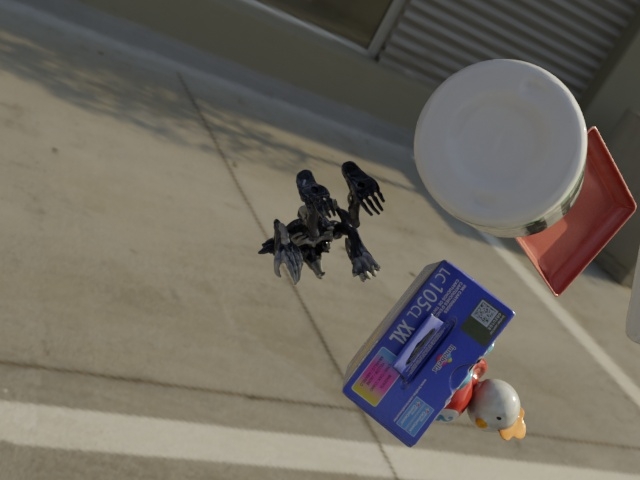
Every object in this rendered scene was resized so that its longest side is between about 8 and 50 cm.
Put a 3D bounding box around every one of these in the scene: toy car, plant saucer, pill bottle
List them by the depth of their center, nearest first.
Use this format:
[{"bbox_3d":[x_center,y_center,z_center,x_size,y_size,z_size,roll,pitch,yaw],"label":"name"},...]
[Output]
[{"bbox_3d":[0.257,-0.107,1.123,0.204,0.204,0.361,35,7,15],"label":"pill bottle"},{"bbox_3d":[0.487,-0.057,1.618,0.258,0.259,0.048,47,-8,-36],"label":"plant saucer"},{"bbox_3d":[0.328,0.341,1.716,0.238,0.219,0.210,39,45,11],"label":"toy car"}]

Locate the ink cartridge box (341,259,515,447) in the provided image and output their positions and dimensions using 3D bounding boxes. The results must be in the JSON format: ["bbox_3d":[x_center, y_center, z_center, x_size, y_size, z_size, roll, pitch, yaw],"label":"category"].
[{"bbox_3d":[0.171,0.179,1.374,0.151,0.270,0.395,38,-1,3],"label":"ink cartridge box"}]

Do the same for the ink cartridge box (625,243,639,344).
[{"bbox_3d":[0.284,-0.084,0.409,0.119,0.207,0.353,17,28,35],"label":"ink cartridge box"}]

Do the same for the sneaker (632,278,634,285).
[{"bbox_3d":[0.448,0.003,0.925,0.080,0.211,0.081,0,37,-40],"label":"sneaker"}]

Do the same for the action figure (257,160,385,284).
[{"bbox_3d":[0.000,0.000,1.208,0.164,0.275,0.141,-9,68,-15],"label":"action figure"}]
